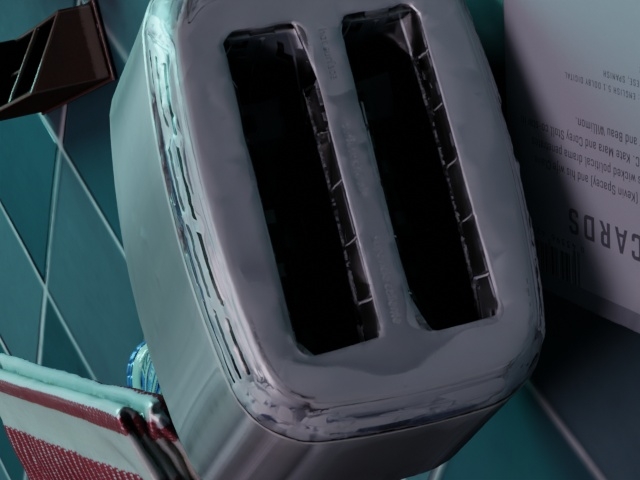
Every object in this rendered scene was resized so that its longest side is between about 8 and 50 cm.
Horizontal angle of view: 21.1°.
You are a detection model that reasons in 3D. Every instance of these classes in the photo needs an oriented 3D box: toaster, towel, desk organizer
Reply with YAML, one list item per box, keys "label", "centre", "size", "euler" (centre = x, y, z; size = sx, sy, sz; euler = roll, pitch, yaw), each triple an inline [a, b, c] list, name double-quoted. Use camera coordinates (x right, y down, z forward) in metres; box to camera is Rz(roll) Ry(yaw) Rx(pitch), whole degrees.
- label: "toaster"
  centre: [0.000, 0.000, 0.613]
  size: [0.146, 0.129, 0.227]
  euler: [119, 140, -72]
- label: "towel"
  centre: [-0.067, 0.213, 0.909]
  size: [0.237, 0.037, 0.329]
  euler: [3, 119, 61]
- label: "desk organizer"
  centre: [-0.169, -0.100, 0.998]
  size: [0.130, 0.050, 0.047]
  euler: [-11, 94, 63]

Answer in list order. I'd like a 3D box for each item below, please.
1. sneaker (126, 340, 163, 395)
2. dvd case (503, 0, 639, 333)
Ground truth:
- label: "sneaker"
  centre: [-0.068, 0.116, 0.923]
  size: [0.058, 0.052, 0.135]
  euler: [-20, 87, 58]
- label: "dvd case"
  centre: [0.115, -0.077, 0.505]
  size: [0.179, 0.029, 0.239]
  euler: [29, 129, 54]
